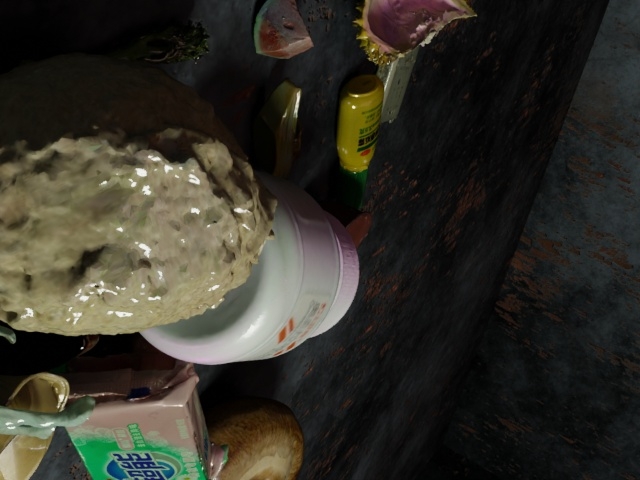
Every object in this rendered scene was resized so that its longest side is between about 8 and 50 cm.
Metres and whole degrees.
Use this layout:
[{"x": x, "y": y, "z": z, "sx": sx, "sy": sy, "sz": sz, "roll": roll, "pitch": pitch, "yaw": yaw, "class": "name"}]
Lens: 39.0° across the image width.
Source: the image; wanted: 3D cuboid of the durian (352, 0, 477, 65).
[{"x": 0.129, "y": -0.339, "z": 1.376, "sx": 0.182, "sy": 0.132, "sz": 0.165, "roll": -50, "pitch": 146, "yaw": -2, "class": "durian"}]

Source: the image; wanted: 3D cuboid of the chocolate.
[{"x": -0.288, "y": 0.073, "z": 0.963, "sx": 0.080, "sy": 0.125, "sz": 0.148, "roll": -34, "pitch": 144, "yaw": -80, "class": "chocolate"}]

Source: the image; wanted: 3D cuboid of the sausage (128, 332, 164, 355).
[{"x": -0.195, "y": 0.122, "z": 1.271, "sx": 0.194, "sy": 0.077, "sz": 0.077, "roll": -33, "pitch": 144, "yaw": -54, "class": "sausage"}]

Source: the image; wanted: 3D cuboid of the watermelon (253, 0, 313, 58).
[{"x": -0.041, "y": -0.274, "z": 1.155, "sx": 0.084, "sy": 0.072, "sz": 0.092, "roll": -51, "pitch": 158, "yaw": -72, "class": "watermelon"}]

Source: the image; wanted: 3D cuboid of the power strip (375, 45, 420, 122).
[{"x": 0.128, "y": -0.293, "z": 1.550, "sx": 0.092, "sy": 0.034, "sz": 0.267, "roll": -27, "pitch": 139, "yaw": -56, "class": "power strip"}]

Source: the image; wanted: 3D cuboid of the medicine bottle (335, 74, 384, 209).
[{"x": 0.059, "y": -0.155, "z": 1.521, "sx": 0.095, "sy": 0.064, "sz": 0.260, "roll": -44, "pitch": 153, "yaw": -38, "class": "medicine bottle"}]

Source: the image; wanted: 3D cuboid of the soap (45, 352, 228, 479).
[{"x": -0.241, "y": 0.244, "z": 1.190, "sx": 0.273, "sy": 0.218, "sz": 0.098, "roll": 89, "pitch": 0, "yaw": -52, "class": "soap"}]

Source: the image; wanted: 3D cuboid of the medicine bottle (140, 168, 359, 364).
[{"x": -0.090, "y": 0.033, "z": 1.167, "sx": 0.241, "sy": 0.241, "sz": 0.302, "roll": -65, "pitch": 158, "yaw": 6, "class": "medicine bottle"}]

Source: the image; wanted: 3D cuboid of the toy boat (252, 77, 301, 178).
[{"x": -0.055, "y": -0.151, "z": 1.270, "sx": 0.066, "sy": 0.065, "sz": 0.172, "roll": -33, "pitch": 151, "yaw": -29, "class": "toy boat"}]

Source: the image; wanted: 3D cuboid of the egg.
[{"x": -0.192, "y": -0.039, "z": 0.818, "sx": 0.310, "sy": 0.279, "sz": 0.279, "roll": 6, "pitch": 112, "yaw": -40, "class": "egg"}]

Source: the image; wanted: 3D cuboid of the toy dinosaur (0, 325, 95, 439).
[{"x": -0.345, "y": 0.182, "z": 0.889, "sx": 0.206, "sy": 0.092, "sz": 0.392, "roll": 14, "pitch": 112, "yaw": -25, "class": "toy dinosaur"}]

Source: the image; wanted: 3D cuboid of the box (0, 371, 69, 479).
[{"x": -0.350, "y": 0.218, "z": 0.994, "sx": 0.177, "sy": 0.111, "sz": 0.111, "roll": -59, "pitch": 158, "yaw": -8, "class": "box"}]

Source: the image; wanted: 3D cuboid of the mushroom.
[{"x": -0.158, "y": 0.423, "z": 1.551, "sx": 0.345, "sy": 0.239, "sz": 0.345, "roll": -40, "pitch": 168, "yaw": -11, "class": "mushroom"}]

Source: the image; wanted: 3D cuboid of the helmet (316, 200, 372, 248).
[{"x": 0.000, "y": 0.000, "z": 1.514, "sx": 0.155, "sy": 0.106, "sz": 0.175, "roll": -46, "pitch": 158, "yaw": -30, "class": "helmet"}]

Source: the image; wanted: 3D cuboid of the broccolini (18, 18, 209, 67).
[{"x": -0.208, "y": -0.190, "z": 0.928, "sx": 0.239, "sy": 0.051, "sz": 0.054, "roll": -27, "pitch": 98, "yaw": -47, "class": "broccolini"}]
